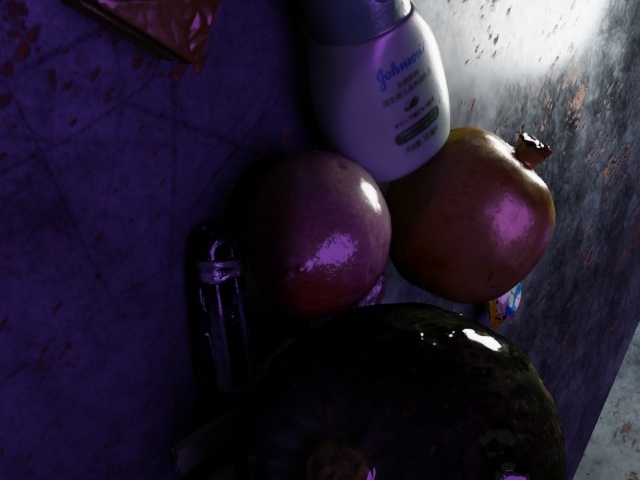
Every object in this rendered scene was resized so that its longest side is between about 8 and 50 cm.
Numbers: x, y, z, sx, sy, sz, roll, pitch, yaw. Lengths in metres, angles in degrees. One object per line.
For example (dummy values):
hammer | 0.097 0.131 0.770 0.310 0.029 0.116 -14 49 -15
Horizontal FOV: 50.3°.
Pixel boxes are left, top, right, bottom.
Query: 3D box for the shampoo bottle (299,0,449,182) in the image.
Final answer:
shampoo bottle | 0.071 -0.265 0.968 0.222 0.151 0.349 -36 130 -18

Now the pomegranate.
pomegranate | 0.253 -0.053 1.145 0.319 0.319 0.319 -21 120 -43

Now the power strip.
power strip | -0.165 0.298 1.022 0.136 0.019 0.051 -26 122 -41

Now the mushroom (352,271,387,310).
mushroom | 0.064 0.144 1.206 0.059 0.054 0.202 16 97 -30

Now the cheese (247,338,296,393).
cheese | -0.006 0.232 1.141 0.255 0.050 0.127 15 92 -46

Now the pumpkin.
pumpkin | 0.102 0.300 0.920 0.344 0.454 0.454 27 84 -56

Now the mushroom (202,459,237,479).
mushroom | -0.134 0.378 1.039 0.097 0.088 0.212 50 56 -13

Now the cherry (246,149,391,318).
cherry | 0.005 -0.001 0.930 0.206 0.239 0.239 5 101 -25

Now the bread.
bread | -0.189 -0.259 0.734 0.139 0.074 0.084 22 88 -49

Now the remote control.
remote control | -0.131 0.103 0.947 0.090 0.066 0.266 -25 123 -46

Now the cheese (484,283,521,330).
cheese | 0.434 0.086 1.595 0.156 0.064 0.250 40 62 -50
